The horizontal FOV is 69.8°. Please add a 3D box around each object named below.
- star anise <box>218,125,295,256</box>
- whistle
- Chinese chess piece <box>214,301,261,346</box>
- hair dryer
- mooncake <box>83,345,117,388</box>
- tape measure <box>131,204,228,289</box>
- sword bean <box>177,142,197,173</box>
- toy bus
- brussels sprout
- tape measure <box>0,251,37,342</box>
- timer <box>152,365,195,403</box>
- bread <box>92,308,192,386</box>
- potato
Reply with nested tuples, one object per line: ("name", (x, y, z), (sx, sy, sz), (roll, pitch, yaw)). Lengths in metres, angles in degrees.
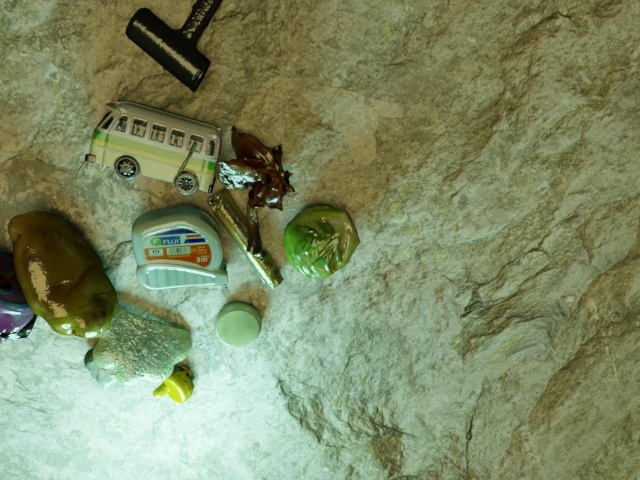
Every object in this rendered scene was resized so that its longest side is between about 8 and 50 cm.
("star anise", (-0.172, -0.130, 1.208), (0.237, 0.148, 0.347), (-15, 104, -49))
("whistle", (-0.213, 0.001, 1.320), (0.068, 0.057, 0.326), (-30, 112, 3))
("Chinese chess piece", (-0.253, 0.259, 1.415), (0.144, 0.058, 0.144), (-3, 113, -6))
("hair dryer", (-0.312, -0.521, 1.100), (0.197, 0.089, 0.251), (37, 92, -18))
("mooncake", (-0.630, 0.360, 1.385), (0.125, 0.073, 0.130), (-31, 108, 0))
("tape measure", (-0.383, 0.023, 1.268), (0.243, 0.125, 0.246), (-5, 115, -14))
("sword bean", (-0.319, -0.197, 1.101), (0.012, 0.012, 0.083), (29, 97, -18))
("toy bus", (-0.405, -0.237, 1.152), (0.305, 0.143, 0.179), (13, 106, -13))
("brussels sprout", (0.000, 0.000, 1.306), (0.223, 0.161, 0.223), (0, 90, 1))
("tape measure", (-0.840, 0.148, 1.189), (0.149, 0.231, 0.245), (-37, 108, 6))
("timer", (-0.456, 0.462, 1.434), (0.107, 0.109, 0.107), (18, 124, 29))
("bread", (-0.531, 0.326, 1.351), (0.286, 0.056, 0.207), (20, 76, -21))
("potato", (-0.680, 0.093, 1.212), (0.195, 0.176, 0.369), (-28, 105, -23))
